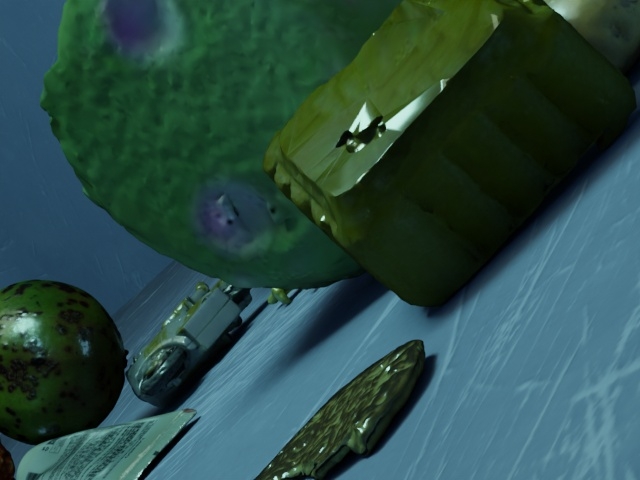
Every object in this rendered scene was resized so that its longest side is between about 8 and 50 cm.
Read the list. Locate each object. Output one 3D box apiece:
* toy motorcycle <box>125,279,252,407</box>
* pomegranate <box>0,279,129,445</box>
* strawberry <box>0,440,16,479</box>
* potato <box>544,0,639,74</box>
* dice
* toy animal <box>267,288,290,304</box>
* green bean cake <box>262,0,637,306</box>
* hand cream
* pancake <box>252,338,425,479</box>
[{"bbox_3d":[-0.157,0.121,2.240,0.152,0.073,0.225,-43,6,43],"label":"toy motorcycle"},{"bbox_3d":[-0.336,0.139,2.208,0.247,0.202,0.202,-5,-3,-13],"label":"pomegranate"},{"bbox_3d":[-0.429,0.313,2.257,0.175,0.236,0.106,2,3,32],"label":"strawberry"},{"bbox_3d":[0.212,-0.183,1.630,0.161,0.128,0.235,-63,13,-9],"label":"potato"},{"bbox_3d":[-0.031,-0.164,1.764,0.322,0.318,0.330,-45,-25,-55],"label":"dice"},{"bbox_3d":[0.000,0.000,2.098,0.136,0.073,0.181,-38,-9,-20],"label":"toy animal"},{"bbox_3d":[0.081,-0.093,1.459,0.236,0.124,0.233,-48,30,4],"label":"green bean cake"},{"bbox_3d":[-0.233,0.237,2.051,0.124,0.078,0.340,-47,14,-28],"label":"hand cream"},{"bbox_3d":[0.003,0.131,1.278,0.184,0.020,0.190,-44,4,-5],"label":"pancake"}]
